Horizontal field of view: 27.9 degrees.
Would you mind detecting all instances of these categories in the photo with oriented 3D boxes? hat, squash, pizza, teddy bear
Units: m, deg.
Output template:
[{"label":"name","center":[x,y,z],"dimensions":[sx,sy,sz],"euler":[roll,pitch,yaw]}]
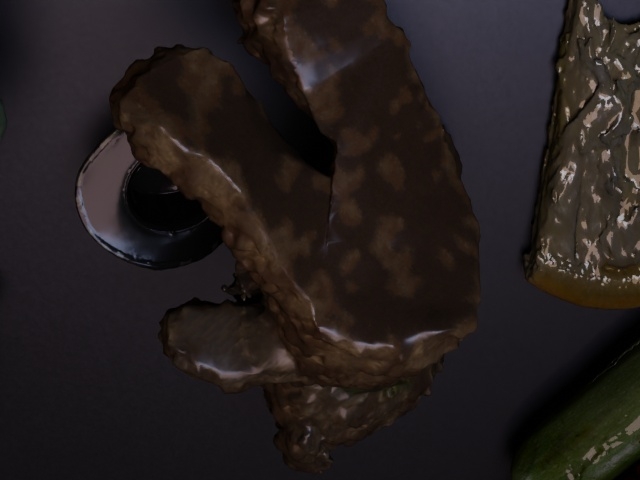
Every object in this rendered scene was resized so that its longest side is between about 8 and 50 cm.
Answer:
[{"label":"hat","center":[-0.102,-0.040,0.842],"dimensions":[0.121,0.050,0.121],"euler":[-7,115,-15]},{"label":"squash","center":[0.232,0.113,0.926],"dimensions":[0.069,0.069,0.239],"euler":[39,108,-19]},{"label":"pizza","center":[0.228,-0.070,0.857],"dimensions":[0.181,0.034,0.262],"euler":[-4,116,-1]},{"label":"teddy bear","center":[-0.007,-0.007,0.803],"dimensions":[0.246,0.222,0.296],"euler":[-44,102,-26]}]

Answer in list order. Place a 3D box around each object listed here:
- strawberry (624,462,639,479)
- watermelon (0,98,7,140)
[{"label":"strawberry","center":[0.347,0.147,0.912],"dimensions":[0.306,0.137,0.233],"euler":[-3,147,23]},{"label":"watermelon","center":[-0.333,-0.077,0.670],"dimensions":[0.283,0.292,0.250],"euler":[38,108,-8]}]
